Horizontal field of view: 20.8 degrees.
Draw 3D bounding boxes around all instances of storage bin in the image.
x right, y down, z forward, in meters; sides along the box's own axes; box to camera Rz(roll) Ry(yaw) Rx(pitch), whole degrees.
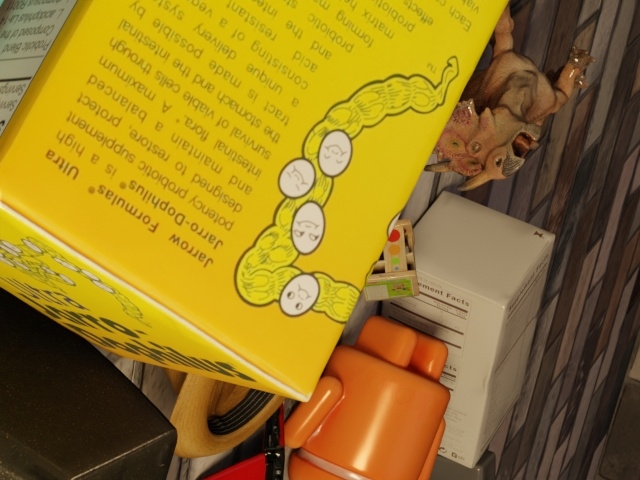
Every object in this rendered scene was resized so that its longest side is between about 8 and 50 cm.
[{"bbox_3d":[0.156,0.293,2.123,0.098,0.135,0.091,-31,129,-61],"label":"storage bin"}]

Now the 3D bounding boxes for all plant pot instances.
[{"bbox_3d":[-0.188,0.137,0.930,0.188,0.167,0.187,-16,125,-66],"label":"plant pot"}]

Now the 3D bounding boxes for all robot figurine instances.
[{"bbox_3d":[0.045,0.186,1.693,0.219,0.128,0.158,-68,164,-2],"label":"robot figurine"}]

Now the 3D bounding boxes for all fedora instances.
[{"bbox_3d":[-0.068,0.069,1.295,0.194,0.079,0.194,-42,153,-27],"label":"fedora"}]

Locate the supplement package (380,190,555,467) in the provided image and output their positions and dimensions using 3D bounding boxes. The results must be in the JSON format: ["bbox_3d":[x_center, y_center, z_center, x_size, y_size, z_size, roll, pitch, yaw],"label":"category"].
[{"bbox_3d":[0.147,0.095,1.854,0.139,0.133,0.244,-49,154,-44],"label":"supplement package"}]

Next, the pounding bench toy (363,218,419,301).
[{"bbox_3d":[0.048,0.017,1.633,0.052,0.083,0.065,73,11,-66],"label":"pounding bench toy"}]

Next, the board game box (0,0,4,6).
[{"bbox_3d":[-0.240,-0.085,0.669,0.336,0.079,0.254,-63,161,-14],"label":"board game box"}]

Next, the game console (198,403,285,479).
[{"bbox_3d":[-0.078,0.223,1.570,0.124,0.085,0.144,-94,-172,-49],"label":"game console"}]

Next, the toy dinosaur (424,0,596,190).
[{"bbox_3d":[0.163,-0.118,1.700,0.200,0.127,0.296,-57,172,-10],"label":"toy dinosaur"}]

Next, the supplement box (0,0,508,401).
[{"bbox_3d":[-0.045,-0.128,0.871,0.195,0.194,0.357,35,74,-30],"label":"supplement box"}]
